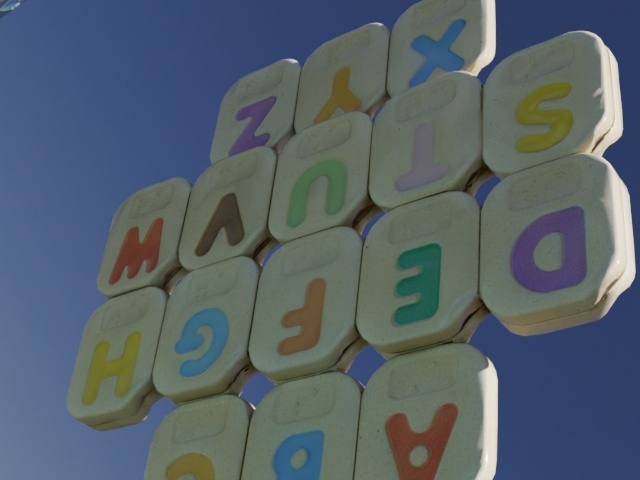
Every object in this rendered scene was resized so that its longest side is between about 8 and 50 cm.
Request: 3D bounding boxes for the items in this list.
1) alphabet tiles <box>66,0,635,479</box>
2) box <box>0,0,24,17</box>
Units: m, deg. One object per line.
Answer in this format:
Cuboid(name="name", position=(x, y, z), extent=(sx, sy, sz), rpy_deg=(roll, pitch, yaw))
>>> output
Cuboid(name="alphabet tiles", position=(0.000, 0.000, 0.488), extent=(0.284, 0.278, 0.021), rpy_deg=(-17, -41, 31))
Cuboid(name="box", position=(-0.352, -0.279, 0.778), extent=(0.212, 0.395, 0.293), rpy_deg=(53, -2, 10))
